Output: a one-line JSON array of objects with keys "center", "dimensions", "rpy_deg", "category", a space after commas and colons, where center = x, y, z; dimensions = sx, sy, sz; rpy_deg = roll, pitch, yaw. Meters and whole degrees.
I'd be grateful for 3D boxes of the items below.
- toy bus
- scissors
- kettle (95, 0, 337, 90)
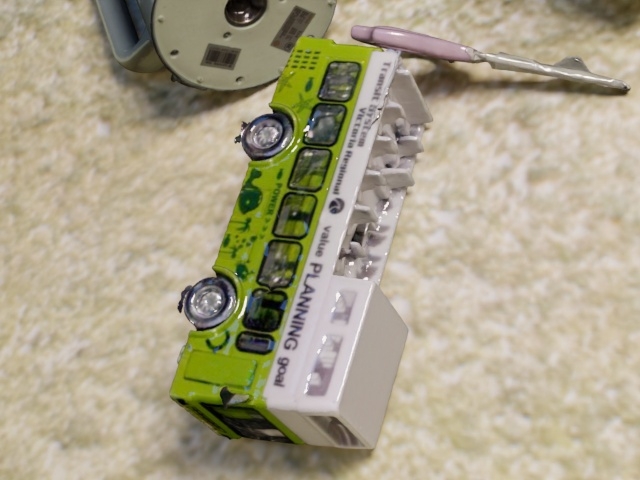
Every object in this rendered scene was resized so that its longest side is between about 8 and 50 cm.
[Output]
[{"center": [0.000, 0.000, 0.883], "dimensions": [0.139, 0.113, 0.301], "rpy_deg": [7, 67, 24], "category": "toy bus"}, {"center": [0.130, -0.141, 0.917], "dimensions": [0.212, 0.110, 0.021], "rpy_deg": [12, 99, 15], "category": "scissors"}, {"center": [-0.118, -0.242, 1.058], "dimensions": [0.210, 0.160, 0.243], "rpy_deg": [-56, 43, 25], "category": "kettle"}]
